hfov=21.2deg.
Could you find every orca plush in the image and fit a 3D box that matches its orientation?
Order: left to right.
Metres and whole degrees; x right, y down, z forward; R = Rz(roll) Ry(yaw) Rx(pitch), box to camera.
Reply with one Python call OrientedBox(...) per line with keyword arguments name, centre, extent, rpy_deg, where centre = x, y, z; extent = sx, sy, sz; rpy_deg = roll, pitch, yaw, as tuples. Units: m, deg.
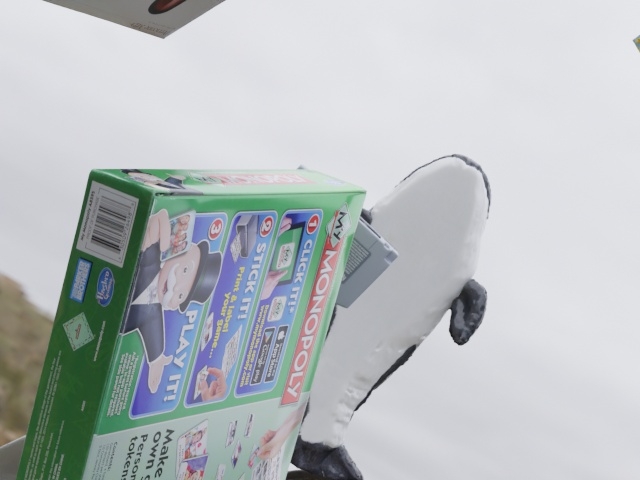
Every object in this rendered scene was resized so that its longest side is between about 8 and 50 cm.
OrientedBox(name="orca plush", centre=(0.066, 0.066, 1.431), extent=(0.151, 0.287, 0.102), rpy_deg=(14, 0, 15))

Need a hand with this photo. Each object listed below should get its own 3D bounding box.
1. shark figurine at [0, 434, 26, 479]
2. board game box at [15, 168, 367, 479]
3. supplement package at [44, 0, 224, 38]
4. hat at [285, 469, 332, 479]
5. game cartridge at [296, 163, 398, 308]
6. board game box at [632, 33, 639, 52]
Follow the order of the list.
OrientedBox(name="shark figurine", centre=(-0.180, 0.154, 1.144), extent=(0.278, 0.116, 0.166), rpy_deg=(10, 40, -37))
OrientedBox(name="board game box", centre=(-0.084, 0.116, 0.966), extent=(0.046, 0.317, 0.213), rpy_deg=(21, 12, 28))
OrientedBox(name="supplement package", centre=(-0.142, -0.308, 1.553), extent=(0.203, 0.149, 0.194), rpy_deg=(-28, -18, 26))
OrientedBox(name="hat", centre=(-0.006, 0.434, 2.005), extent=(0.331, 0.331, 0.134), rpy_deg=(25, 0, 17))
OrientedBox(name="game cartridge", centre=(0.000, 0.000, 1.057), extent=(0.083, 0.056, 0.017), rpy_deg=(43, 8, -7))
OrientedBox(name="board game box", centre=(0.537, -0.175, 2.125), extent=(0.142, 0.144, 0.275), rpy_deg=(-4, 61, -49))
